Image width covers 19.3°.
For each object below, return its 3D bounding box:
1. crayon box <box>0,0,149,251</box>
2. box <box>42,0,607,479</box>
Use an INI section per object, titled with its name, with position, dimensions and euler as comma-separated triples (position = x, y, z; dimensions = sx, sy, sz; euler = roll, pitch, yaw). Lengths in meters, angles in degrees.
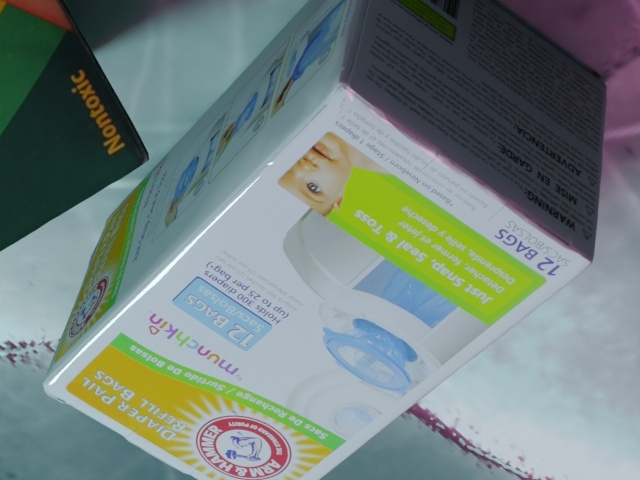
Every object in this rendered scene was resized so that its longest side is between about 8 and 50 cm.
[crayon box]
position = -0.275, -0.096, 0.583
dimensions = 0.313, 0.106, 0.363
euler = -33, 125, -8
[box]
position = 0.000, 0.000, 0.718
dimensions = 0.114, 0.103, 0.203
euler = 34, 129, -18
